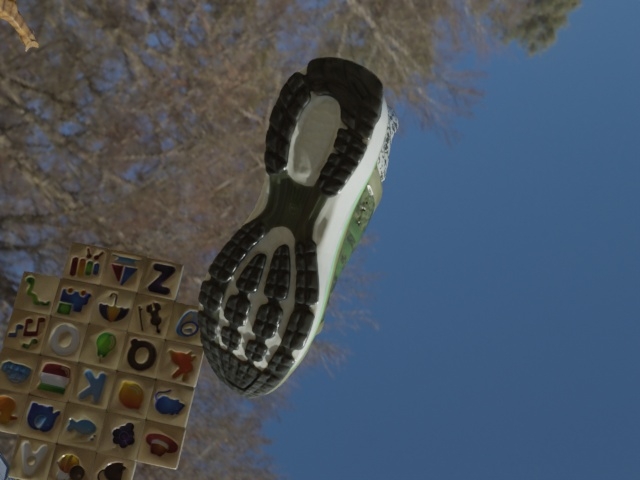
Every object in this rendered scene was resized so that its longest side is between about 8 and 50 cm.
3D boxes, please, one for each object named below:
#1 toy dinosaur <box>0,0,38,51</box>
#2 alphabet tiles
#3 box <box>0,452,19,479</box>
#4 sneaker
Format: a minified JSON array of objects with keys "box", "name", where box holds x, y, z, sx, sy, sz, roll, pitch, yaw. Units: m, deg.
[{"box":[-0.393,-0.290,1.051,0.064,0.211,0.112,-32,-116,19],"name":"toy dinosaur"},{"box":[-0.314,0.180,1.309,0.285,0.011,0.343,11,-104,3],"name":"alphabet tiles"},{"box":[-0.535,0.411,1.350,0.216,0.270,0.060,-12,-141,2],"name":"box"},{"box":[0.000,0.000,1.084,0.158,0.182,0.411,30,-76,28],"name":"sneaker"}]
